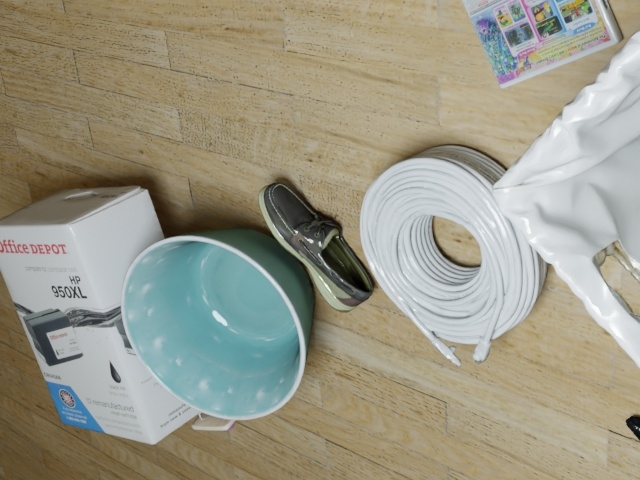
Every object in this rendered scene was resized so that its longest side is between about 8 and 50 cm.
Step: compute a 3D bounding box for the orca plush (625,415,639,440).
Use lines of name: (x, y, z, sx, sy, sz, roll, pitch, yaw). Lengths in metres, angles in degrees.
orca plush: (0.430, 0.211, 1.063, 0.287, 0.102, 0.151, 165, 101, -66)

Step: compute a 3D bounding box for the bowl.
bowl: (-0.133, 0.103, 1.492, 0.312, 0.163, 0.311, 11, 119, 21)

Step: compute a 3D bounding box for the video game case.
video game case: (0.233, -0.256, 1.054, 0.157, 0.019, 0.143, -17, 102, 47)

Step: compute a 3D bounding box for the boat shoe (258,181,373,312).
boat shoe: (0.000, 0.001, 1.401, 0.073, 0.080, 0.223, -31, 96, 44)

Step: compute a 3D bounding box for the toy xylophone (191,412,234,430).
toy xylophone: (-0.250, 0.198, 1.757, 0.236, 0.081, 0.322, -22, 98, 49)

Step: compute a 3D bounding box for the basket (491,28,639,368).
basket: (0.399, -0.060, 0.828, 0.328, 0.266, 0.331, 49, 139, 10)

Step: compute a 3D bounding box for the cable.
cable: (0.169, 0.006, 1.228, 0.257, 0.089, 0.257, 44, 137, 15)

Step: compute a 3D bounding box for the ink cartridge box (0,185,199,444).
ink cartridge box: (-0.371, 0.120, 1.636, 0.286, 0.166, 0.394, -1, 113, 44)
